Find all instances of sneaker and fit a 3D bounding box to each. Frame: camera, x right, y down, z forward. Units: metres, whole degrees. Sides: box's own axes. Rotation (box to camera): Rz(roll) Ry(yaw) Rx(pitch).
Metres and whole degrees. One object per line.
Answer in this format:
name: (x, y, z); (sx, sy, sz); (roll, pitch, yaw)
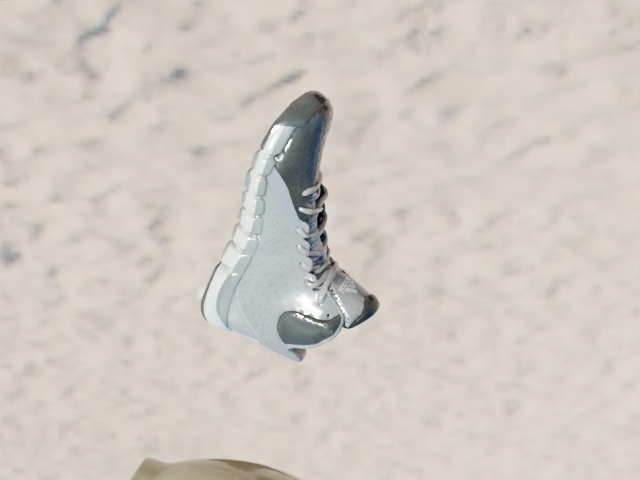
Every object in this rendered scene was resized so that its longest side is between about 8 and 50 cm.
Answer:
sneaker: (0.000, 0.000, 1.343); (0.132, 0.086, 0.229); (31, 124, 13)

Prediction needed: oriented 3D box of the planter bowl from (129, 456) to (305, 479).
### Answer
planter bowl: (-0.079, 0.194, 1.005); (0.109, 0.162, 0.162); (27, 164, 3)
